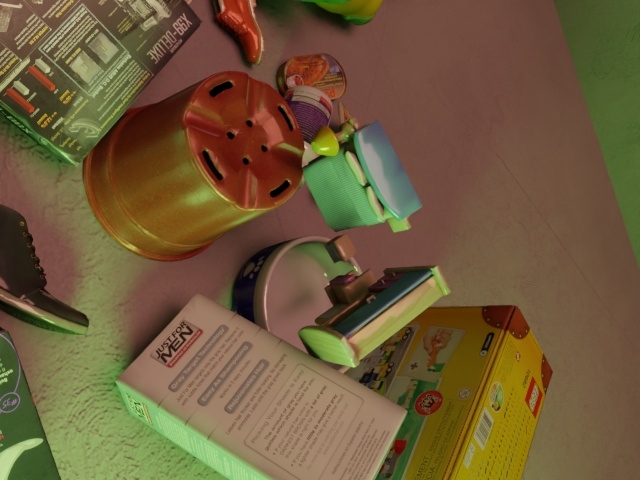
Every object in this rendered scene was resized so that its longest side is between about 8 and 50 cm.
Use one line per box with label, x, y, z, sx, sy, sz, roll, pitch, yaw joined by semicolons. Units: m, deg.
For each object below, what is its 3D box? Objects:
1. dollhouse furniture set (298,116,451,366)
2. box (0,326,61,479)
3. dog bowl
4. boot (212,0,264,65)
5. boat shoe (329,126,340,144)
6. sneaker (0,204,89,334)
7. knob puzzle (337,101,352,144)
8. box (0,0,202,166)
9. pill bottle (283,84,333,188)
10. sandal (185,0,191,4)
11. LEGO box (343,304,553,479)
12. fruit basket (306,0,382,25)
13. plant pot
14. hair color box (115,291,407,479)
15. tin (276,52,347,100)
dollhouse furniture set;0.000;0.000;0.857;0.198;0.286;0.303;-31;100;-26
box;-0.412;0.231;0.613;0.165;0.143;0.270;-25;115;-42
dog bowl;-0.031;0.128;1.042;0.265;0.104;0.264;11;73;-41
boot;-0.163;-0.419;1.089;0.085;0.059;0.157;-18;94;-30
boat shoe;0.036;-0.156;1.212;0.083;0.065;0.183;50;37;-54
sneaker;-0.397;0.038;0.752;0.222;0.083;0.118;38;57;-29
knob puzzle;0.081;-0.183;1.210;0.213;0.030;0.213;-8;90;-75
box;-0.352;-0.300;0.783;0.307;0.077;0.242;-56;131;-14
pill bottle;-0.047;-0.203;1.106;0.108;0.108;0.193;33;60;-33
sandal;-0.315;-0.453;0.934;0.265;0.076;0.101;-14;91;-44
LEGO box;0.138;0.355;0.974;0.193;0.373;0.500;55;51;-24
fruit basket;0.001;-0.631;1.191;0.392;0.283;0.391;10;90;-82
plant pot;-0.183;-0.119;0.857;0.273;0.265;0.272;11;74;-40
hair color box;-0.087;0.251;0.816;0.185;0.375;0.113;-51;160;-37
tin;-0.017;-0.350;1.215;0.190;0.040;0.106;-24;93;-43
